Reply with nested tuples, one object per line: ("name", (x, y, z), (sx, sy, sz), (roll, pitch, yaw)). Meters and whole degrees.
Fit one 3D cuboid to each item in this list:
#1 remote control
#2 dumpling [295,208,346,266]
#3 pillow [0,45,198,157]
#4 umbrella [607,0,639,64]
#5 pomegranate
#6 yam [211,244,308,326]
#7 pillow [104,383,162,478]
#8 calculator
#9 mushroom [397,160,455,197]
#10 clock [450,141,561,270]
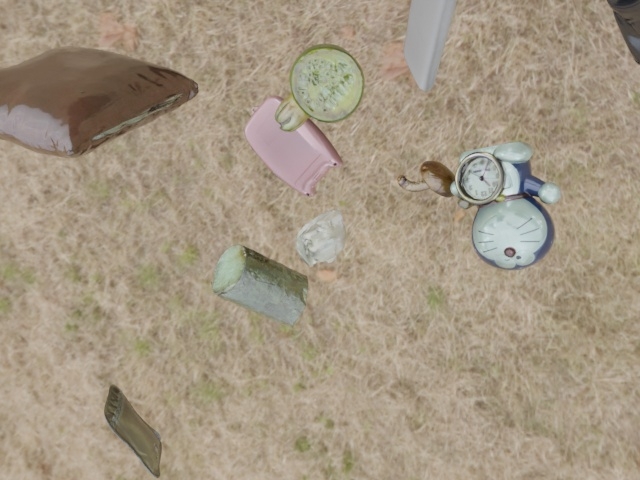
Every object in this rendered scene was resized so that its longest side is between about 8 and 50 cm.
("remote control", (0.124, -0.253, 0.648), (0.029, 0.261, 0.067), (-21, 75, -3))
("dumpling", (0.000, 0.000, 1.550), (0.118, 0.136, 0.199), (47, 152, 37))
("pillow", (-0.408, -0.232, 0.969), (0.306, 0.308, 0.108), (18, 126, 17))
("umbrella", (0.211, -0.182, 0.367), (0.122, 0.110, 0.272), (-41, 59, 4))
("pomegranate", (0.004, -0.371, 1.514), (0.190, 0.159, 0.240), (20, 102, -7))
("yam", (-0.155, 0.128, 1.673), (0.268, 0.161, 0.161), (29, 126, -27))
("pillow", (-0.404, 0.417, 1.303), (0.033, 0.130, 0.217), (-26, 116, 1))
("calculator", (-0.100, -0.296, 1.868), (0.330, 0.048, 0.220), (45, 122, 1))
("mushroom", (0.224, -0.129, 1.240), (0.130, 0.088, 0.072), (8, 127, 11))
("clock", (0.362, -0.063, 1.151), (0.200, 0.147, 0.243), (-10, 91, 36))
